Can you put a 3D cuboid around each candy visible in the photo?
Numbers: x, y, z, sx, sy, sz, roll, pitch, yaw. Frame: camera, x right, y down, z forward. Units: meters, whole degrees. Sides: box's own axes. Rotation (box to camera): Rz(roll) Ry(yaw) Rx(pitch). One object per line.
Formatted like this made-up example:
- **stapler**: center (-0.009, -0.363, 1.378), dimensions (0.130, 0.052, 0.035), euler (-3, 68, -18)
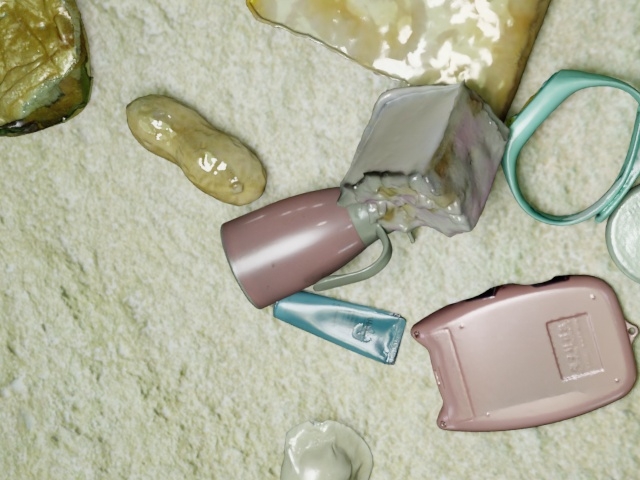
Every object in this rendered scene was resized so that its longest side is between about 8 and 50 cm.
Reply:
- **candy**: center (0.145, -0.114, 1.419), dimensions (0.185, 0.137, 0.195), euler (0, 60, 46)

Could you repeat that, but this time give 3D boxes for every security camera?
- **security camera**: center (0.529, 0.043, 1.413), dimensions (0.301, 0.080, 0.157), euler (45, 108, 12)

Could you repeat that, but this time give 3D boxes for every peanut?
- **peanut**: center (-0.198, -0.148, 1.611), dimensions (0.263, 0.117, 0.101), euler (37, 84, 14)

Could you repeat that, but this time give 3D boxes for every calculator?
- **calculator**: center (0.305, 0.170, 1.514), dimensions (0.329, 0.048, 0.220), euler (-17, 89, 17)

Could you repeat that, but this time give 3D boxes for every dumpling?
- **dumpling**: center (0.011, 0.370, 1.610), dimensions (0.155, 0.181, 0.111), euler (-18, 51, -9)

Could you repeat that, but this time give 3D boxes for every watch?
- **watch**: center (0.363, -0.135, 1.440), dimensions (0.195, 0.068, 0.237), euler (40, 105, 2)

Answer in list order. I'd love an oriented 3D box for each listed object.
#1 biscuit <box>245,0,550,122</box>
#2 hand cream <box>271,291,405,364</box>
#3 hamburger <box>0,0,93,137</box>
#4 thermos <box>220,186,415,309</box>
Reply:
- **biscuit**: center (0.133, -0.429, 1.472), dimensions (0.429, 0.104, 0.446), euler (21, 105, 12)
- **hand cream**: center (0.019, 0.127, 1.609), dimensions (0.224, 0.048, 0.083), euler (16, 100, 11)
- **hamburger**: center (-0.504, -0.306, 1.683), dimensions (0.285, 0.134, 0.265), euler (-9, 86, 13)
- **thermos**: center (0.000, 0.000, 1.543), dimensions (0.265, 0.146, 0.176), euler (-22, 58, 10)
